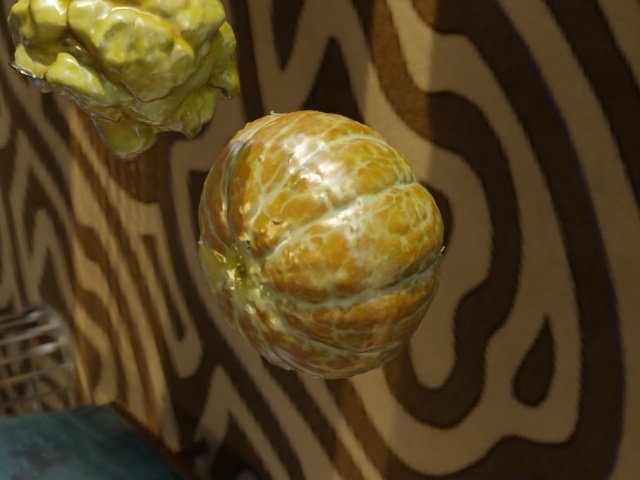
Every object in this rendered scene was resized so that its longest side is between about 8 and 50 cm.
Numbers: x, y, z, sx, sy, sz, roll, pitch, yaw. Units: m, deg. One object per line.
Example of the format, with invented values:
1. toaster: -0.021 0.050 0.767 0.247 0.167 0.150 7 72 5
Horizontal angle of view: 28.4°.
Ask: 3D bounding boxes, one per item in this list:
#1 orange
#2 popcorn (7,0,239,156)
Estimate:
1. orange: 0.000 0.000 1.511 0.329 0.249 0.329 25 127 37
2. popcorn: -0.209 -0.214 1.374 0.215 0.252 0.286 -57 16 -4
